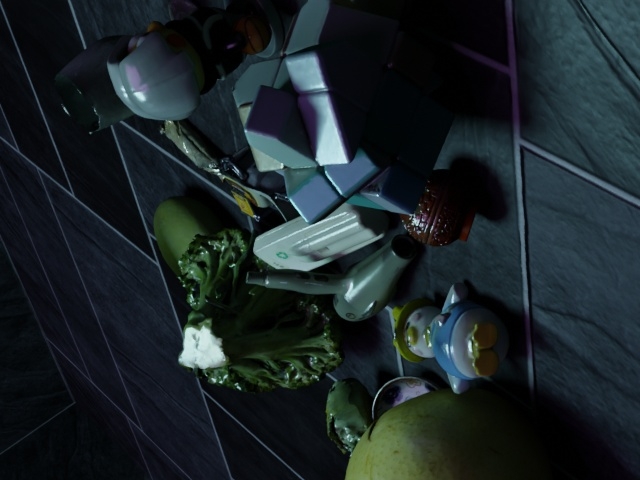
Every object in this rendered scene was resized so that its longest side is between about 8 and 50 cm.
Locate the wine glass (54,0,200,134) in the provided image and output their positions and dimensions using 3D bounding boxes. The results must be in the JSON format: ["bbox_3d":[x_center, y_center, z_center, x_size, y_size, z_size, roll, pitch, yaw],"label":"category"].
[{"bbox_3d":[-0.279,-0.268,1.850,0.126,0.241,0.126,41,154,25],"label":"wine glass"}]

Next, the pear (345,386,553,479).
[{"bbox_3d":[0.190,0.355,1.738,0.309,0.309,0.309,42,153,27],"label":"pear"}]

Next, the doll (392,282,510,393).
[{"bbox_3d":[0.177,0.135,1.701,0.241,0.099,0.135,5,131,58],"label":"doll"}]

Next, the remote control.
[{"bbox_3d":[0.000,-0.001,1.796,0.090,0.049,0.230,32,144,-30],"label":"remote control"}]

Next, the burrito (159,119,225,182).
[{"bbox_3d":[-0.222,-0.165,2.127,0.171,0.042,0.051,47,152,26],"label":"burrito"}]

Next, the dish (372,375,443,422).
[{"bbox_3d":[0.162,0.273,1.953,0.141,0.078,0.141,7,107,24],"label":"dish"}]

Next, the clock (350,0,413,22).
[{"bbox_3d":[0.025,-0.351,1.438,0.235,0.029,0.235,40,152,27],"label":"clock"}]

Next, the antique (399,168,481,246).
[{"bbox_3d":[0.146,-0.042,1.523,0.104,0.104,0.104,42,153,27],"label":"antique"}]

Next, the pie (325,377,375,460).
[{"bbox_3d":[0.109,0.405,2.052,0.371,0.078,0.296,67,-170,8],"label":"pie"}]

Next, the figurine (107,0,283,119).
[{"bbox_3d":[-0.169,-0.255,1.663,0.176,0.236,0.133,8,128,60],"label":"figurine"}]

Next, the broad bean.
[{"bbox_3d":[-0.213,0.044,2.287,0.291,0.119,0.238,57,166,2],"label":"broad bean"}]

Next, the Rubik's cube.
[{"bbox_3d":[0.009,-0.148,1.414,0.213,0.265,0.224,28,170,-36],"label":"Rubik's cube"}]

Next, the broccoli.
[{"bbox_3d":[-0.116,0.124,2.020,0.321,0.283,0.303,-14,97,33],"label":"broccoli"}]

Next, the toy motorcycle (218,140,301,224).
[{"bbox_3d":[-0.060,-0.076,1.885,0.263,0.091,0.157,28,153,50],"label":"toy motorcycle"}]

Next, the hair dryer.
[{"bbox_3d":[0.040,0.042,1.774,0.219,0.225,0.088,-31,52,41],"label":"hair dryer"}]
